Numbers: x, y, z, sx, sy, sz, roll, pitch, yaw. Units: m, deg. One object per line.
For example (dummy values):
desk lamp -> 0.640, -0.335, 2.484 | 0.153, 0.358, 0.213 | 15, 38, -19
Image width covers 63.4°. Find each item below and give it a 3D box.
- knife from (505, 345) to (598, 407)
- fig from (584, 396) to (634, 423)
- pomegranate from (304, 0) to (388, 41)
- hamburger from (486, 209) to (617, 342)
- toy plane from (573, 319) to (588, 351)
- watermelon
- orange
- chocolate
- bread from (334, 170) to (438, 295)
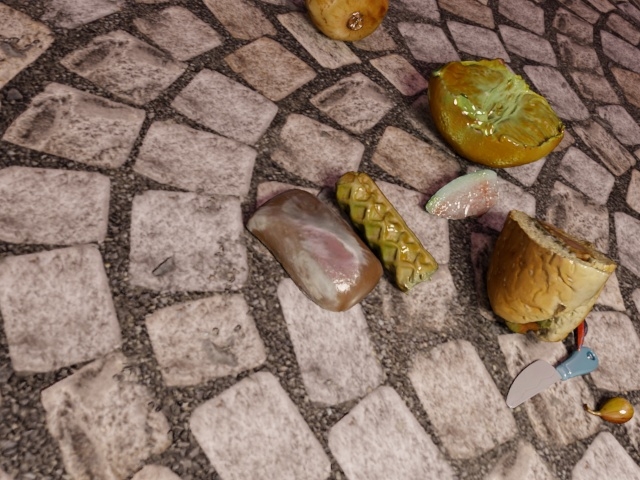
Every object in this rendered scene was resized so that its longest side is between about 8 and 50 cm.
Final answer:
knife -> 0.432, 0.252, 0.980 | 0.244, 0.032, 0.058 | -12, 65, -25
fig -> 0.537, 0.316, 0.967 | 0.083, 0.050, 0.050 | 1, 55, 2
pomegranate -> 0.071, -0.609, 1.298 | 0.215, 0.215, 0.215 | 11, 54, -16
hamburger -> 0.409, 0.077, 0.984 | 0.162, 0.208, 0.330 | 18, 15, 0
toy plane -> 0.520, 0.139, 1.061 | 0.130, 0.061, 0.189 | 49, 53, -38
watermelon -> 0.304, -0.093, 1.137 | 0.180, 0.081, 0.094 | -9, 77, -10
orange -> 0.392, -0.294, 1.231 | 0.335, 0.196, 0.262 | 39, 37, 1
chocolate -> -0.001, 0.000, 0.932 | 0.254, 0.080, 0.157 | 46, 53, 12
bread -> 0.119, -0.024, 0.995 | 0.098, 0.087, 0.269 | -24, 70, -33
